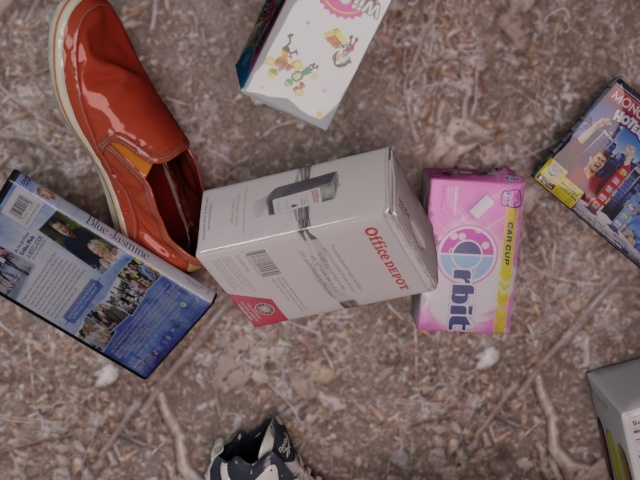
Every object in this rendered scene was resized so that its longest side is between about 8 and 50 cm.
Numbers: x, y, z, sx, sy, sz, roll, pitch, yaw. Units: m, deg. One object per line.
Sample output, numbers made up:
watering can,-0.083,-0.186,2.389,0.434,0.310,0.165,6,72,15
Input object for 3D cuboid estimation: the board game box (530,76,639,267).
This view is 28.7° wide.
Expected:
board game box,0.368,-0.090,1.417,0.194,0.060,0.194,39,97,-12

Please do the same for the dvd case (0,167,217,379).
dvd case,-0.260,0.044,1.373,0.253,0.022,0.180,32,134,-12

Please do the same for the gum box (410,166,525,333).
gum box,0.166,0.007,1.423,0.107,0.062,0.189,2,104,-5

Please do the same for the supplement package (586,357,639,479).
supplement package,0.417,0.269,1.471,0.133,0.139,0.244,-16,104,-2

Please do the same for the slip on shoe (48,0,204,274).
slip on shoe,-0.190,-0.109,1.326,0.101,0.123,0.331,-4,114,34

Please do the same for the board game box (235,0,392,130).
board game box,0.022,-0.279,1.256,0.097,0.224,0.303,24,101,-11

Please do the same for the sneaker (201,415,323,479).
sneaker,-0.027,0.280,1.461,0.234,0.094,0.153,7,112,4

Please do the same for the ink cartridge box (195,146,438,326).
ink cartridge box,0.000,0.000,1.330,0.217,0.092,0.158,-11,143,18
